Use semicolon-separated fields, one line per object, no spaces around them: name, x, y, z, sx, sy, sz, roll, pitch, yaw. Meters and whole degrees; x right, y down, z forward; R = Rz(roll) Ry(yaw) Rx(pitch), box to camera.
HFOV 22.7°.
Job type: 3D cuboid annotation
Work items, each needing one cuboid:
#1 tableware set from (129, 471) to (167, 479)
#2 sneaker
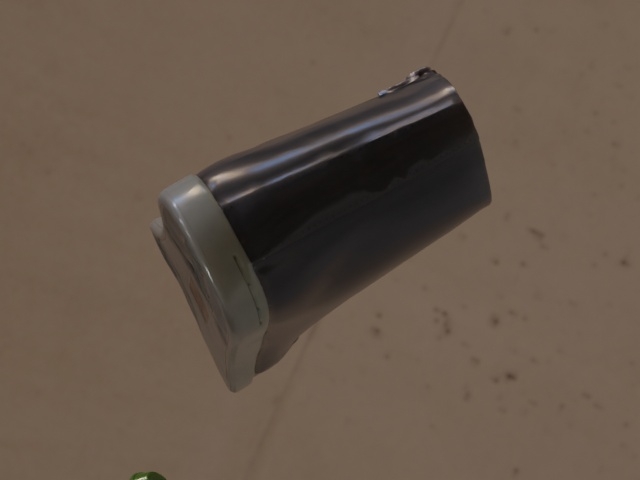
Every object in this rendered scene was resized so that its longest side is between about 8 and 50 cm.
tableware set;-0.082;0.231;1.144;0.024;0.154;0.104;-45;14;22
sneaker;0.000;0.000;0.653;0.118;0.083;0.222;-26;-2;-9
